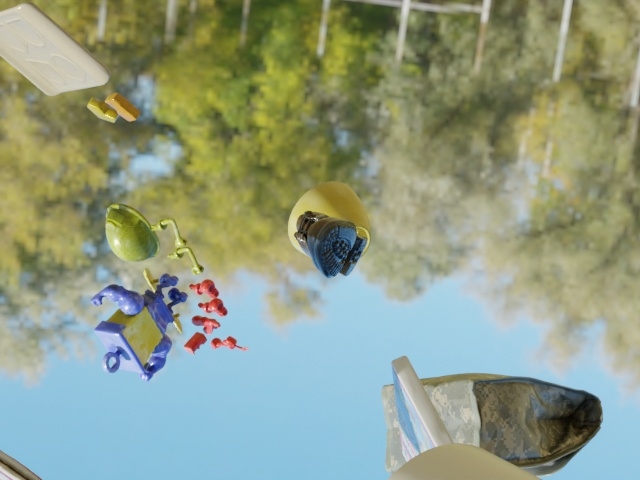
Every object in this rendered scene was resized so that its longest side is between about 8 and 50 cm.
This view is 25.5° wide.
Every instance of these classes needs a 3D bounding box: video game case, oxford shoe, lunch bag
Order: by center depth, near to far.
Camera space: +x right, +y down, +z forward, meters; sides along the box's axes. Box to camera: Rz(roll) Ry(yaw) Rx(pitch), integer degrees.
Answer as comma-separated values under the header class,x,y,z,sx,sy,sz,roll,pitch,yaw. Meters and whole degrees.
class,x,y,z,sx,sy,sz,roll,pitch,yaw
video game case,0.153,0.299,1.856,0.025,0.285,0.204,-23,-122,-8
oxford shoe,0.000,0.000,1.970,0.096,0.082,0.227,30,177,9
lunch bag,0.277,0.294,2.244,0.287,0.168,0.235,2,172,-36

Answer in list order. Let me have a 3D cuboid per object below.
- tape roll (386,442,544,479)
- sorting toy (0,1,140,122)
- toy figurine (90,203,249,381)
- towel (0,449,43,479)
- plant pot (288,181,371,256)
class,x,y,z,sx,sy,sz,roll,pitch,yaw
tape roll,0.177,0.363,1.543,0.246,0.246,0.169,-1,-167,-36
sorting toy,-0.480,-0.327,2.624,0.307,0.041,0.229,42,154,-28
toy figurine,-0.310,0.138,2.491,0.191,0.362,0.217,16,-126,38
towel,-0.292,0.371,1.690,0.237,0.329,0.037,21,-124,41
plant pot,0.029,-0.015,2.285,0.134,0.134,0.095,-1,-152,-35
